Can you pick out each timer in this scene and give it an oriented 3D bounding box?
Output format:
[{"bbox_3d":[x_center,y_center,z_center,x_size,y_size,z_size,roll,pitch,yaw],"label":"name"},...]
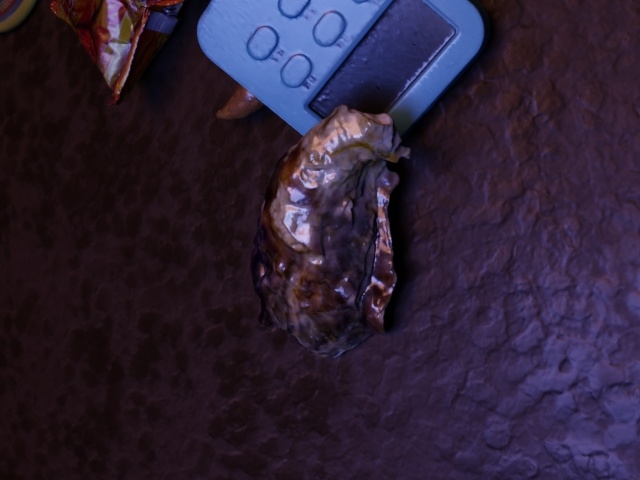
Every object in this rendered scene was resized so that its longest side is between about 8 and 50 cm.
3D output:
[{"bbox_3d":[0.023,-0.221,0.878,0.250,0.091,0.232,43,117,3],"label":"timer"}]

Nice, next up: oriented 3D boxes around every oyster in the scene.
[{"bbox_3d":[-0.006,0.004,0.913,0.275,0.100,0.271,-13,103,35],"label":"oyster"}]

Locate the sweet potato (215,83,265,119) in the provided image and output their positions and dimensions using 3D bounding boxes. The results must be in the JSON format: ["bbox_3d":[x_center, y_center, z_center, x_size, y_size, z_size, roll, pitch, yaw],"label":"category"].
[{"bbox_3d":[-0.022,-0.248,0.976,0.066,0.072,0.314,40,121,-15],"label":"sweet potato"}]

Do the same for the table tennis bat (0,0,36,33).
[{"bbox_3d":[-0.531,-0.525,1.354,0.224,0.054,0.368,-5,88,34],"label":"table tennis bat"}]

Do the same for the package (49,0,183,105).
[{"bbox_3d":[-0.278,-0.336,1.137,0.223,0.108,0.288,-52,54,27],"label":"package"}]
